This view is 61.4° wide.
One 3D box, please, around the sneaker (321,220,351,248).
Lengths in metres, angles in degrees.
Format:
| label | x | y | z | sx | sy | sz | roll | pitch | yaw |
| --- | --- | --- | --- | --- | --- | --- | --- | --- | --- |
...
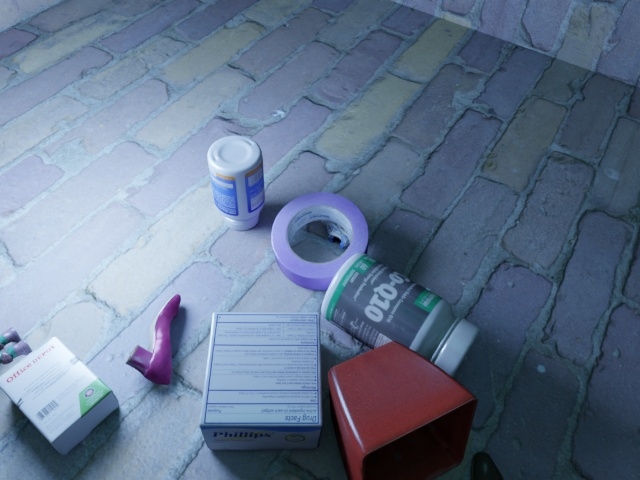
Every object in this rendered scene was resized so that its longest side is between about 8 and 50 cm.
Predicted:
| label | x | y | z | sx | sy | sz | roll | pitch | yaw |
| --- | --- | --- | --- | --- | --- | --- | --- | --- | --- |
| sneaker | 0.040 | -0.026 | 1.629 | 0.058 | 0.052 | 0.135 | -35 | 60 | -22 |

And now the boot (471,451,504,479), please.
| label | x | y | z | sx | sy | sz | roll | pitch | yaw |
| --- | --- | --- | --- | --- | --- | --- | --- | --- | --- |
| boot | 0.387 | 0.551 | 1.150 | 0.082 | 0.106 | 0.219 | -5 | 52 | -7 |

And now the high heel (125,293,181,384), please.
| label | x | y | z | sx | sy | sz | roll | pitch | yaw |
| --- | --- | --- | --- | --- | --- | --- | --- | --- | --- |
| high heel | -0.388 | 0.248 | 1.382 | 0.117 | 0.082 | 0.244 | 35 | 38 | -12 |

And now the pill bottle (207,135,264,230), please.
| label | x | y | z | sx | sy | sz | roll | pitch | yaw |
| --- | --- | --- | --- | --- | --- | --- | --- | --- | --- |
| pill bottle | -0.240 | -0.157 | 1.574 | 0.152 | 0.272 | 0.153 | 2 | 52 | -2 |

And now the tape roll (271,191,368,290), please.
| label | x | y | z | sx | sy | sz | roll | pitch | yaw |
| --- | --- | --- | --- | --- | --- | --- | --- | --- | --- |
| tape roll | 0.000 | 0.000 | 1.545 | 0.274 | 0.090 | 0.275 | -1 | 64 | 2 |

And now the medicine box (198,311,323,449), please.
| label | x | y | z | sx | sy | sz | roll | pitch | yaw |
| --- | --- | --- | --- | --- | --- | --- | --- | --- | --- |
| medicine box | -0.131 | 0.326 | 1.273 | 0.263 | 0.149 | 0.290 | 1 | 52 | -3 |

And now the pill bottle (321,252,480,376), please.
| label | x | y | z | sx | sy | sz | roll | pitch | yaw |
| --- | --- | --- | --- | --- | --- | --- | --- | --- | --- |
| pill bottle | 0.200 | 0.200 | 1.360 | 0.360 | 0.204 | 0.204 | 30 | 56 | 19 |

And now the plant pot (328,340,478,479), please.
| label | x | y | z | sx | sy | sz | roll | pitch | yaw |
| --- | --- | --- | --- | --- | --- | --- | --- | --- | --- |
| plant pot | 0.148 | 0.387 | 1.188 | 0.267 | 0.267 | 0.236 | -20 | 43 | -19 |

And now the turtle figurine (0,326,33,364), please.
| label | x | y | z | sx | sy | sz | roll | pitch | yaw |
| --- | --- | --- | --- | --- | --- | --- | --- | --- | --- |
| turtle figurine | -0.816 | 0.306 | 1.275 | 0.175 | 0.118 | 0.234 | 37 | 53 | 24 |

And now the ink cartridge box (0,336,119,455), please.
| label | x | y | z | sx | sy | sz | roll | pitch | yaw |
| --- | --- | --- | --- | --- | --- | --- | --- | --- | --- |
| ink cartridge box | -0.608 | 0.356 | 1.255 | 0.219 | 0.093 | 0.160 | 34 | 57 | 22 |
